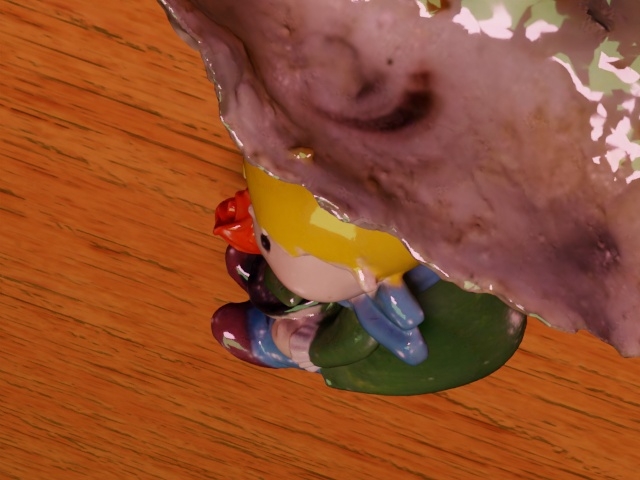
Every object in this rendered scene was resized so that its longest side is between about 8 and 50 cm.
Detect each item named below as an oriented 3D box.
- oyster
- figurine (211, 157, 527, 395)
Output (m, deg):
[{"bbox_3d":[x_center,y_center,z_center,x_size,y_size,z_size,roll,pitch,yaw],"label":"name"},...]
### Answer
[{"bbox_3d":[0.031,-0.123,0.827,0.396,0.111,0.204,33,106,-6],"label":"oyster"},{"bbox_3d":[0.000,-0.013,1.011,0.185,0.127,0.234,7,157,30],"label":"figurine"}]
